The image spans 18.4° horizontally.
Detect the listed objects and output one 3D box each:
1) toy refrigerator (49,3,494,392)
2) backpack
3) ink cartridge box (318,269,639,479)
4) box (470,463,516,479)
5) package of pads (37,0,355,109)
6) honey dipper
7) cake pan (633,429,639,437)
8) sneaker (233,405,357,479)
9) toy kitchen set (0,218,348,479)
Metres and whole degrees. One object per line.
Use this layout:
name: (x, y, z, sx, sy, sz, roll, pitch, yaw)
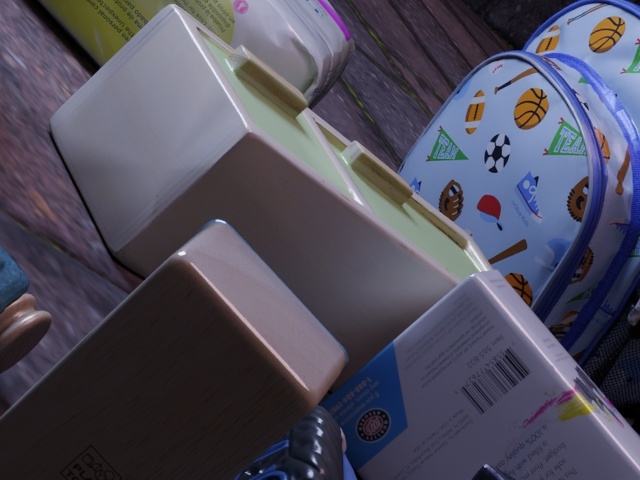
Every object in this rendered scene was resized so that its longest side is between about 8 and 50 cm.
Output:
toy refrigerator: (0.000, 0.000, 0.970, 0.269, 0.094, 0.102, 35, 18, -45)
backpack: (0.197, -0.038, 1.390, 0.213, 0.263, 0.276, 11, 35, -45)
ink cartridge box: (0.096, 0.115, 0.913, 0.181, 0.104, 0.061, 51, 12, 10)
box: (0.115, 0.180, 0.730, 0.156, 0.093, 0.158, 42, 4, 40)
package of pads: (-0.111, -0.181, 1.143, 0.296, 0.101, 0.229, 47, 11, -3)
honey dipper: (-0.153, -0.021, 0.661, 0.160, 0.030, 0.030, 46, 11, 11)
cake pan: (0.210, 0.202, 1.167, 0.293, 0.054, 0.293, 45, 12, -13)
sneaker: (-0.010, 0.129, 0.589, 0.081, 0.080, 0.211, 50, 20, -24)
toy kitchen set: (-0.089, -0.020, 0.576, 0.207, 0.122, 0.166, 48, 22, -2)
